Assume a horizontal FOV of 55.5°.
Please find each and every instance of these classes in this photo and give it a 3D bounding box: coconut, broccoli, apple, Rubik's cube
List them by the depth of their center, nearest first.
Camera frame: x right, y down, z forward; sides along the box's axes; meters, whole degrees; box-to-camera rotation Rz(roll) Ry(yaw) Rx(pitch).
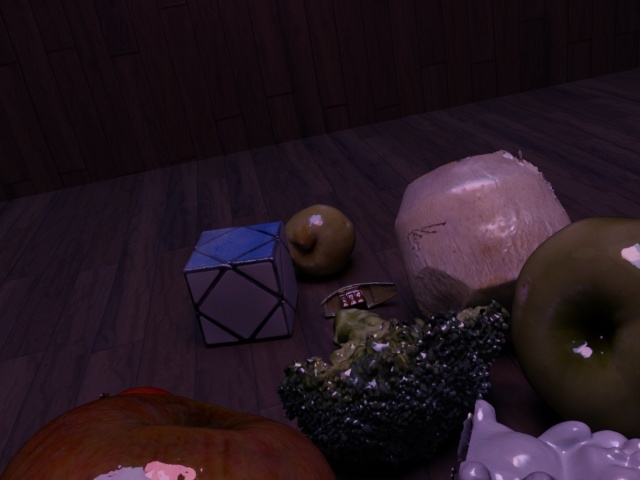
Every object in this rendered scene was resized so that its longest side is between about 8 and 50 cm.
[{"bbox_3d":[-0.163,0.349,0.656,0.401,0.333,0.400,10,-5,1],"label":"apple"},{"bbox_3d":[0.469,0.129,0.909,0.358,0.357,0.357,-9,25,4],"label":"apple"},{"bbox_3d":[0.074,0.217,1.036,0.353,0.274,0.397,-2,7,-40],"label":"broccoli"},{"bbox_3d":[0.331,0.023,1.206,0.347,0.360,0.346,-16,-11,-3],"label":"coconut"},{"bbox_3d":[-0.171,0.095,1.388,0.205,0.207,0.205,-9,23,7],"label":"Rubik's cube"},{"bbox_3d":[0.000,0.000,1.558,0.200,0.200,0.200,-9,25,4],"label":"apple"}]

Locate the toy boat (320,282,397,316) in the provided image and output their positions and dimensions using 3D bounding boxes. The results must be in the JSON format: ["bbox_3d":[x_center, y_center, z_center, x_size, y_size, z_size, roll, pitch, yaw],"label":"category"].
[{"bbox_3d":[0.086,0.131,1.378,0.172,0.065,0.066,-16,11,0],"label":"toy boat"}]

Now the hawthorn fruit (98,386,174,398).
[{"bbox_3d":[-0.282,0.313,0.942,0.197,0.225,0.196,-19,28,10],"label":"hawthorn fruit"}]

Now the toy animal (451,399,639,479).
[{"bbox_3d":[0.292,0.327,0.753,0.289,0.174,0.249,10,20,40],"label":"toy animal"}]
